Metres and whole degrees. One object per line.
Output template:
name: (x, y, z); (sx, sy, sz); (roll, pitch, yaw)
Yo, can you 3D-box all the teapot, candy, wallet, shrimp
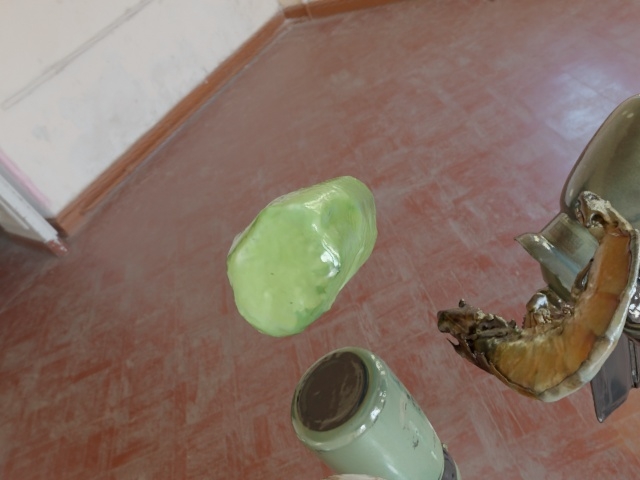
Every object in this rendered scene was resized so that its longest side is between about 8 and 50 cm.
teapot: (0.396, 0.011, 0.657); (0.285, 0.223, 0.305); (-50, 42, 18)
candy: (0.000, 0.000, 0.653); (0.142, 0.132, 0.343); (-26, 4, 15)
wallet: (0.729, 0.263, 1.288); (0.323, 0.247, 0.041); (-24, 20, -29)
shrimp: (0.153, 0.032, 0.396); (0.147, 0.035, 0.195); (-66, 13, -3)

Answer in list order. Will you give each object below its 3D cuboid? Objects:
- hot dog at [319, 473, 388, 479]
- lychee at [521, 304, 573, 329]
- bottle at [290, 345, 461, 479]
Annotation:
hot dog: (0.015, 0.249, 0.394); (0.131, 0.069, 0.253); (2, 1, 12)
lychee: (0.739, 0.293, 1.639); (0.264, 0.300, 0.264); (-18, 13, 4)
bottle: (0.107, 0.328, 0.856); (0.168, 0.347, 0.168); (-27, 32, 18)
